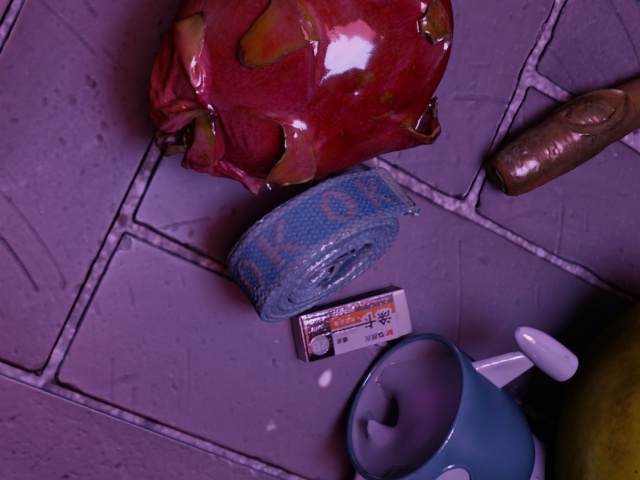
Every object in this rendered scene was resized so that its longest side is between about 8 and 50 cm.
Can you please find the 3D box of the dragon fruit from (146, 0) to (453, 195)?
[{"bbox_3d":[0.001,-0.173,0.864,0.315,0.250,0.250,-16,103,-35],"label":"dragon fruit"}]

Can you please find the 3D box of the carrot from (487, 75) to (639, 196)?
[{"bbox_3d":[0.330,-0.144,1.074,0.342,0.070,0.070,-28,106,-17],"label":"carrot"}]

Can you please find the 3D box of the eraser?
[{"bbox_3d":[0.033,0.086,1.007,0.122,0.029,0.052,-14,102,-19],"label":"eraser"}]

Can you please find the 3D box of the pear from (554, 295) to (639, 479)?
[{"bbox_3d":[0.399,0.243,0.994,0.351,0.352,0.414,12,80,-22],"label":"pear"}]

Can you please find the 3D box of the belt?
[{"bbox_3d":[-0.007,0.004,0.926,0.163,0.148,0.082,-16,63,-44],"label":"belt"}]

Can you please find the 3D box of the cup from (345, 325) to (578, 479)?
[{"bbox_3d":[0.139,0.206,0.998,0.173,0.167,0.299,36,110,-29],"label":"cup"}]
